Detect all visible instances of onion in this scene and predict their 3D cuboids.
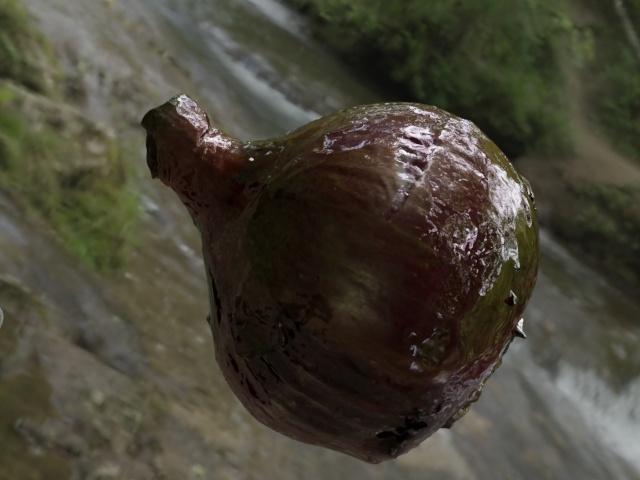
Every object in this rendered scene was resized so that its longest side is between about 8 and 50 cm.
[{"bbox_3d":[0.000,0.000,1.060,0.385,0.348,0.348,36,10,-5],"label":"onion"}]

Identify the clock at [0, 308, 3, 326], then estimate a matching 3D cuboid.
[{"bbox_3d":[-0.443,0.110,1.437,0.041,0.087,0.129,11,34,24],"label":"clock"}]
